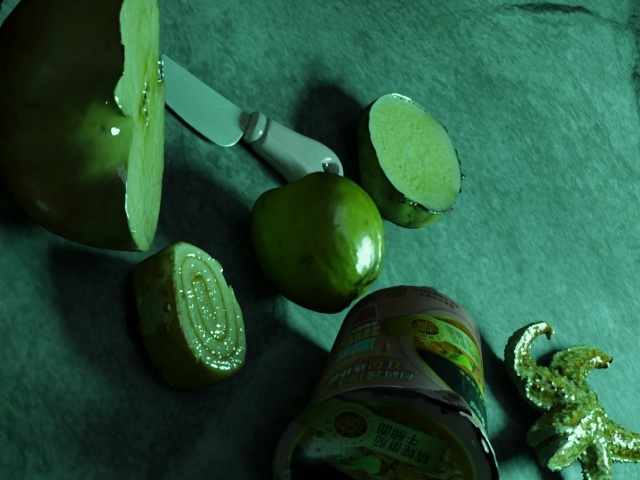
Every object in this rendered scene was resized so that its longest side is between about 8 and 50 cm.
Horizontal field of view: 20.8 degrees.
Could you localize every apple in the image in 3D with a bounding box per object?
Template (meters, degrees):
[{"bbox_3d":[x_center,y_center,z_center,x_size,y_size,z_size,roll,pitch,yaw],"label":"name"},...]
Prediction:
[{"bbox_3d":[-0.247,-0.137,1.721,0.251,0.163,0.293,-84,175,-64],"label":"apple"}]

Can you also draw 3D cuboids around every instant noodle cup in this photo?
[{"bbox_3d":[0.084,0.180,1.894,0.244,0.244,0.255,45,29,-19],"label":"instant noodle cup"}]

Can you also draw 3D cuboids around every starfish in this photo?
[{"bbox_3d":[0.349,0.244,2.255,0.303,0.113,0.312,25,44,-38],"label":"starfish"}]

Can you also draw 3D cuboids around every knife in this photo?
[{"bbox_3d":[-0.111,-0.139,2.044,0.336,0.043,0.081,30,50,-26],"label":"knife"}]

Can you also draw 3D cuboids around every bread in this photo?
[{"bbox_3d":[-0.137,0.082,1.812,0.122,0.073,0.149,17,55,-51],"label":"bread"}]

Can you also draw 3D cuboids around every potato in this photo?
[{"bbox_3d":[0.101,-0.092,2.221,0.164,0.081,0.200,29,41,-24],"label":"potato"}]

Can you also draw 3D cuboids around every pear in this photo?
[{"bbox_3d":[0.000,0.000,1.969,0.162,0.149,0.149,58,35,3],"label":"pear"}]

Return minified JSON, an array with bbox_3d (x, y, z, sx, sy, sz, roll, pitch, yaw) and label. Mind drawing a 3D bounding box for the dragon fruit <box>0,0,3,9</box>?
[{"bbox_3d":[-0.382,-0.224,1.689,0.137,0.135,0.236,35,24,-21],"label":"dragon fruit"}]
